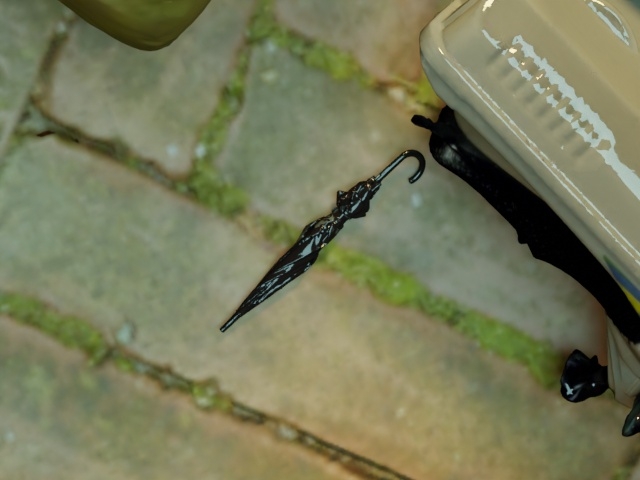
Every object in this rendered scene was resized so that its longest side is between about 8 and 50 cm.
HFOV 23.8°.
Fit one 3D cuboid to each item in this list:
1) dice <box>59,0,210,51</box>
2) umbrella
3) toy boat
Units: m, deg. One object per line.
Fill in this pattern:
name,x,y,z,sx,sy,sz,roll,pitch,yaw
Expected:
dice,-0.078,-0.219,0.537,0.226,0.238,0.233,38,89,-10
umbrella,-0.002,-0.002,0.687,0.122,0.013,0.022,-40,122,-5
toy boat,0.139,0.000,0.654,0.140,0.141,0.269,-33,100,-5
